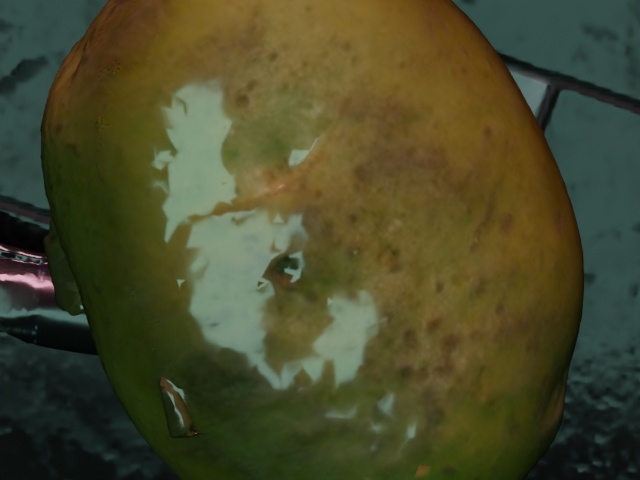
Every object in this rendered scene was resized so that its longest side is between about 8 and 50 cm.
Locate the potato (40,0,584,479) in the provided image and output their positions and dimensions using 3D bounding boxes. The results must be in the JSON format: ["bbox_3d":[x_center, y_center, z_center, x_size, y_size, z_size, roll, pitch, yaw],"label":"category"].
[{"bbox_3d":[-0.002,0.000,0.532,0.228,0.148,0.197,41,61,-17],"label":"potato"}]

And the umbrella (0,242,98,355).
[{"bbox_3d":[-0.220,0.009,0.574,0.340,0.118,0.118,9,102,-10],"label":"umbrella"}]
